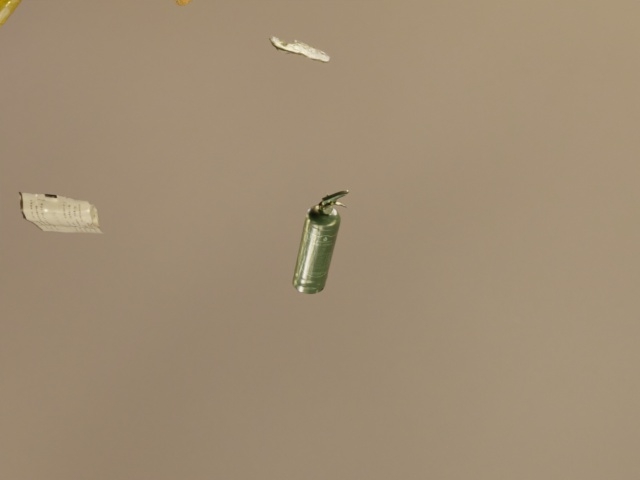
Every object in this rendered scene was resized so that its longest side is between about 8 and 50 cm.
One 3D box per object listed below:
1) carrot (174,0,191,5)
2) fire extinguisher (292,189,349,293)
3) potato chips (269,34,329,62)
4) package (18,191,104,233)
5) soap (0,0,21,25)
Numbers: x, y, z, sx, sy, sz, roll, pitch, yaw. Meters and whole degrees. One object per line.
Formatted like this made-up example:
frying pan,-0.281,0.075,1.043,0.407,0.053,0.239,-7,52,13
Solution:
carrot,-0.449,-0.832,1.899,0.102,0.263,0.102,-15,-137,15
fire extinguisher,0.000,0.000,1.723,0.114,0.311,0.095,0,-144,-15
potato chips,-0.071,-0.670,2.245,0.202,0.029,0.220,40,-148,29
package,-0.777,-0.067,1.932,0.204,0.251,0.062,6,-115,-4
soap,-0.656,-0.567,1.241,0.339,0.169,0.304,-45,-123,11
